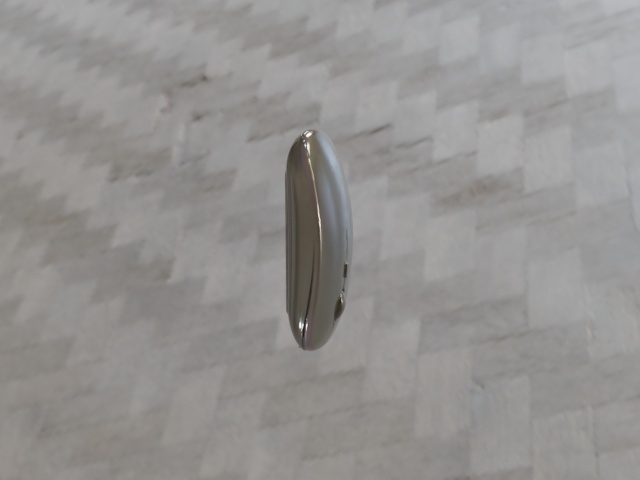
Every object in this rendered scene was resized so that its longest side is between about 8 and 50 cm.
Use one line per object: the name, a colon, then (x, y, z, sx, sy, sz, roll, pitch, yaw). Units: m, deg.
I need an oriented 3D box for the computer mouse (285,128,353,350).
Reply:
computer mouse: (0.001, 0.000, 1.336, 0.057, 0.232, 0.120, 1, 4, 18)
